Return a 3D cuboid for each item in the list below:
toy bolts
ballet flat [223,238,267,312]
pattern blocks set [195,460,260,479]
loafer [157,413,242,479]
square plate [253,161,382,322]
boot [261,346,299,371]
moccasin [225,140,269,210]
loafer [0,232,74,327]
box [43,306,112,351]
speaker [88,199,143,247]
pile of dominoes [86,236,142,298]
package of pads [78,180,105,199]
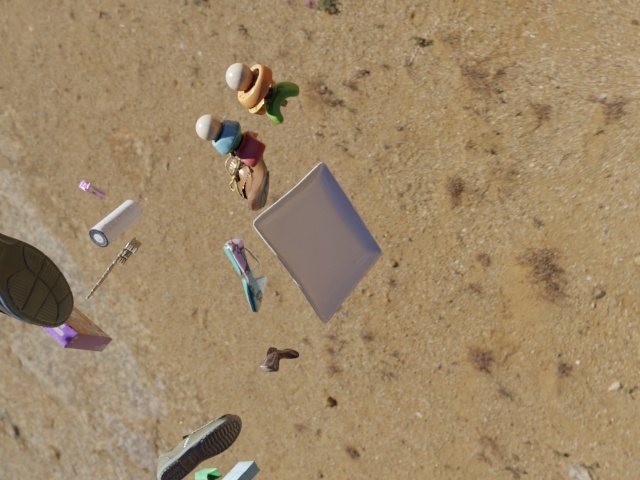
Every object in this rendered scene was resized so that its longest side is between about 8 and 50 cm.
[{"bbox_3d":[-0.193,-0.313,1.225,0.228,0.158,0.218,-59,34,13],"label":"toy bolts"},{"bbox_3d":[-0.202,0.095,1.497,0.221,0.079,0.077,66,162,1],"label":"ballet flat"},{"bbox_3d":[-0.238,0.421,0.709,0.285,0.325,0.026,-29,94,35],"label":"pattern blocks set"},{"bbox_3d":[-0.328,0.538,1.389,0.087,0.251,0.094,28,140,51],"label":"loafer"},{"bbox_3d":[0.000,0.000,1.490,0.049,0.344,0.347,-18,111,48],"label":"square plate"},{"bbox_3d":[-0.124,0.375,1.612,0.106,0.114,0.037,5,107,3],"label":"boot"},{"bbox_3d":[-0.255,-0.233,1.766,0.380,0.147,0.139,-106,23,-43],"label":"moccasin"},{"bbox_3d":[-0.456,0.036,0.718,0.084,0.096,0.267,0,145,21],"label":"loafer"},{"bbox_3d":[-0.773,0.251,1.590,0.201,0.057,0.293,38,167,6],"label":"box"},{"bbox_3d":[-0.496,-0.043,1.270,0.055,0.136,0.055,13,129,16],"label":"speaker"},{"bbox_3d":[-0.715,0.104,1.812,0.040,0.196,0.251,37,100,-15],"label":"pile of dominoes"},{"bbox_3d":[-0.824,-0.182,1.879,0.050,0.083,0.032,25,82,30],"label":"package of pads"}]
